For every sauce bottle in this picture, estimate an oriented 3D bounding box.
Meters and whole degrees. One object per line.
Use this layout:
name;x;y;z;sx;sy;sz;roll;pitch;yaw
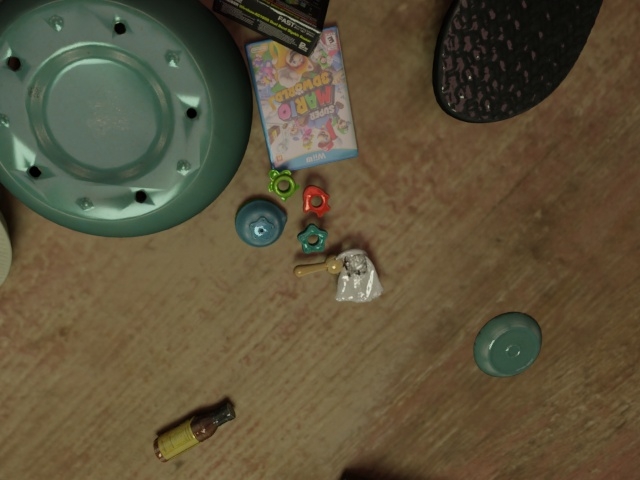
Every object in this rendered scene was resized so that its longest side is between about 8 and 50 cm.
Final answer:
sauce bottle;-0.189;0.289;0.788;0.128;0.042;0.042;-28;110;-1

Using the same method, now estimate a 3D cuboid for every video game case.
video game case;-0.022;-0.179;0.673;0.119;0.015;0.167;-13;110;-5

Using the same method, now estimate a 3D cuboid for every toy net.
toy net;0.000;0.000;0.723;0.232;0.045;0.122;33;98;-19

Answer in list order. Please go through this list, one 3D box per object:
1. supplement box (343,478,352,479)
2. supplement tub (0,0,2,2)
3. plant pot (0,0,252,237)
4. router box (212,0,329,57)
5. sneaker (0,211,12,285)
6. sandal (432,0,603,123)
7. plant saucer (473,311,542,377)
supplement box;0.128;0.487;0.836;0.219;0.111;0.114;23;92;-18
supplement tub;-0.348;-0.283;0.538;0.070;0.107;0.071;-3;109;-9
plant pot;-0.204;-0.136;0.532;0.292;0.235;0.293;-4;107;-12
router box;-0.052;-0.274;0.595;0.122;0.092;0.038;21;140;-14
sneaker;-0.434;-0.062;0.581;0.131;0.148;0.350;-11;145;-38
sandal;0.266;-0.338;0.633;0.167;0.107;0.446;27;90;-15
plant saucer;0.308;0.174;0.839;0.119;0.021;0.120;-3;108;-9
